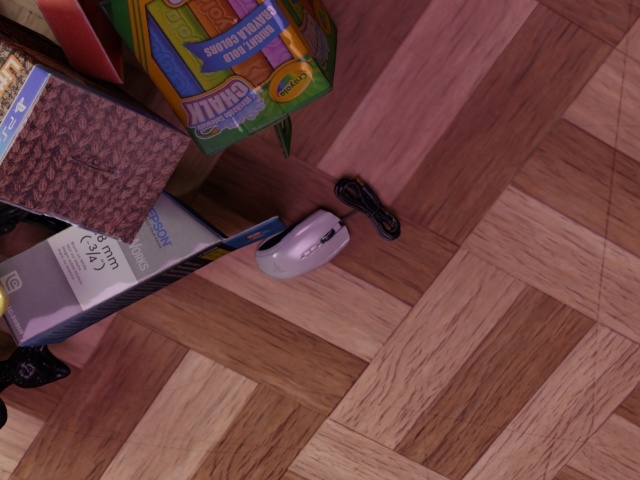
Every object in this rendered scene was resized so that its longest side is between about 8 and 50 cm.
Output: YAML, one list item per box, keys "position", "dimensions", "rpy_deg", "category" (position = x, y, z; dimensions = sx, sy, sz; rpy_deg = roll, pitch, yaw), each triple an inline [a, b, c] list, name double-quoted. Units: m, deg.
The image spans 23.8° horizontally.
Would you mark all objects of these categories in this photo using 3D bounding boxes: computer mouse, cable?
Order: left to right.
- position: [-0.399, 0.016, 1.984]
  dimensions: [0.150, 0.047, 0.184]
  rpy_deg: [23, 123, -7]
  category: "cable"
- position: [0.000, 0.000, 1.960]
  dimensions: [0.193, 0.042, 0.106]
  rpy_deg: [-33, 116, 19]
  category: "computer mouse"

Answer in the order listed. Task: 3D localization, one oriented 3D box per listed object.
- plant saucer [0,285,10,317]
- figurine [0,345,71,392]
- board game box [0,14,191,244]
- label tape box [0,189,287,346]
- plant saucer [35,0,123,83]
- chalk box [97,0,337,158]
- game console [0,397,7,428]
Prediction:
- position: [-0.564, 0.088, 1.734]
  dimensions: [0.332, 0.081, 0.333]
  rpy_deg: [42, 87, 12]
  category: "plant saucer"
- position: [-0.465, 0.128, 2.003]
  dimensions: [0.209, 0.092, 0.215]
  rpy_deg: [-16, 123, 18]
  category: "figurine"
- position: [-0.333, -0.145, 1.662]
  dimensions: [0.232, 0.291, 0.141]
  rpy_deg: [22, 100, -55]
  category: "board game box"
- position: [-0.215, 0.009, 1.840]
  dimensions: [0.333, 0.240, 0.106]
  rpy_deg: [-27, 87, 0]
  category: "label tape box"
- position: [-0.294, -0.313, 1.650]
  dimensions: [0.047, 0.258, 0.259]
  rpy_deg: [-25, 118, 5]
  category: "plant saucer"
- position: [-0.094, -0.231, 1.745]
  dimensions: [0.179, 0.180, 0.289]
  rpy_deg: [-27, 118, 17]
  category: "chalk box"
- position: [-0.628, 0.177, 1.864]
  dimensions: [0.342, 0.060, 0.387]
  rpy_deg: [-34, 113, -3]
  category: "game console"
